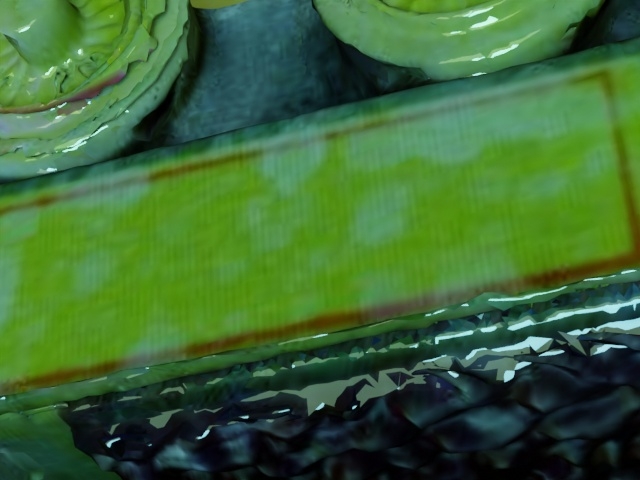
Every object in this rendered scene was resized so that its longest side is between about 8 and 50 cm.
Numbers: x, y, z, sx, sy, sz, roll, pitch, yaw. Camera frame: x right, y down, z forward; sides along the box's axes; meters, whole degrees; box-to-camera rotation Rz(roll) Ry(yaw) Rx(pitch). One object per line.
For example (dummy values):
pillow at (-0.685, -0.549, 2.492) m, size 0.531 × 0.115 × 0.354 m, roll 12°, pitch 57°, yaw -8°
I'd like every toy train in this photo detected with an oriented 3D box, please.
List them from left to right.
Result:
toy train at (0.000, 0.000, 0.405) m, size 0.261 × 0.134 × 0.177 m, roll -13°, pitch 54°, yaw 12°
